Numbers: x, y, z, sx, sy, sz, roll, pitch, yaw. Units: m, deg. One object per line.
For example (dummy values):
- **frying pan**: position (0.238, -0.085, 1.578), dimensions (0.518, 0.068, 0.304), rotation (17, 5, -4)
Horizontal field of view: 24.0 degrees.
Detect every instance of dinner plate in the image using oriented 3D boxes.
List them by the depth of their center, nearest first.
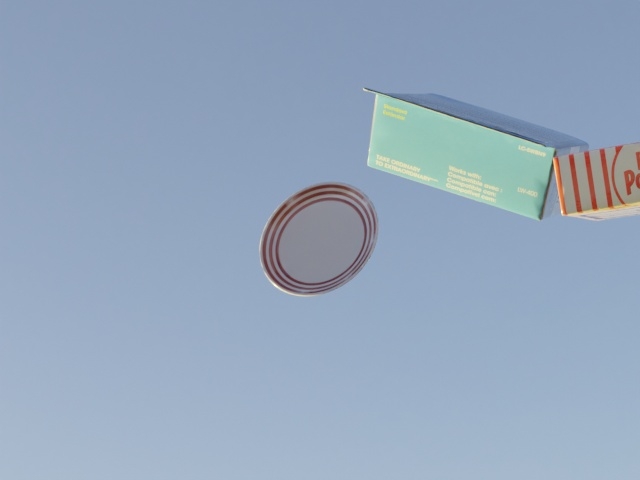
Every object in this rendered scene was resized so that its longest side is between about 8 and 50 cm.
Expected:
- **dinner plate**: position (0.000, 0.000, 1.648), dimensions (0.141, 0.141, 0.017), rotation (-21, -36, 13)

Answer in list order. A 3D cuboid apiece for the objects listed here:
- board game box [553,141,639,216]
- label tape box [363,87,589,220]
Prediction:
- **board game box**: position (0.260, -0.047, 1.114), dimensions (0.146, 0.045, 0.193), rotation (-9, -3, 16)
- **label tape box**: position (0.194, -0.111, 1.932), dimensions (0.240, 0.106, 0.333), rotation (19, 10, 17)
